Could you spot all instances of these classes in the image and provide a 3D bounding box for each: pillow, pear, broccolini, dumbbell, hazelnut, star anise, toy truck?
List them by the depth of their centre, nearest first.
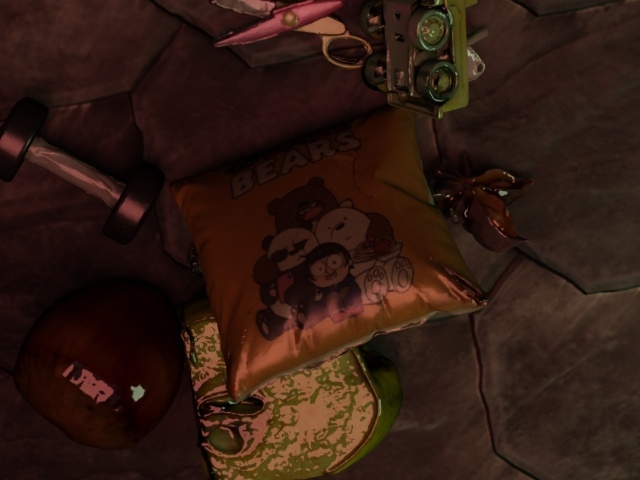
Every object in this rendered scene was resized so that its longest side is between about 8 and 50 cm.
[{"bbox_3d":[0.123,-0.278,1.437,0.135,0.128,0.259,-20,114,-26],"label":"toy truck"},{"bbox_3d":[0.000,0.000,1.459,0.310,0.312,0.119,-23,145,8],"label":"pillow"},{"bbox_3d":[-0.283,-0.080,1.506,0.191,0.100,0.100,30,108,-11],"label":"dumbbell"},{"bbox_3d":[0.130,0.012,1.553,0.218,0.148,0.227,-4,146,-33],"label":"star anise"},{"bbox_3d":[-0.253,0.143,1.559,0.208,0.208,0.208,0,111,0],"label":"hazelnut"},{"bbox_3d":[-0.036,0.159,1.574,0.255,0.164,0.238,-12,102,-1],"label":"pear"},{"bbox_3d":[-0.098,0.001,1.583,0.140,0.030,0.035,-25,73,4],"label":"broccolini"}]

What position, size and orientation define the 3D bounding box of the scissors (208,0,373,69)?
[{"bbox_3d":[-0.033,-0.256,1.483,0.187,0.020,0.133,-4,108,-1],"label":"scissors"}]
